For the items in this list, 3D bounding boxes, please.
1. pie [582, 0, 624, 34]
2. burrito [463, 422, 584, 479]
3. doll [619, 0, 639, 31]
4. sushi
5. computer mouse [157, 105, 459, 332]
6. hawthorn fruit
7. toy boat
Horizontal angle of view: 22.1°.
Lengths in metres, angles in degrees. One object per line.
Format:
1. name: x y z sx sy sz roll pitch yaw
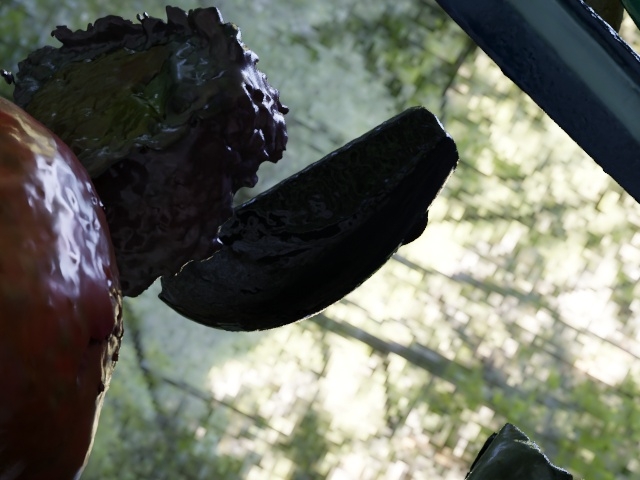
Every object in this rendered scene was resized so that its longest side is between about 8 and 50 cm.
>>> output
1. pie: 0.163 -0.146 1.044 0.020 0.084 0.084 19 -101 45
2. burrito: 0.091 0.234 0.984 0.066 0.096 0.309 -52 -176 46
3. doll: 0.177 -0.168 0.703 0.153 0.258 0.195 -42 159 28
4. sushi: -0.129 -0.047 0.980 0.241 0.107 0.161 3 -132 43
5. computer mouse: 0.000 0.000 1.345 0.269 0.100 0.170 -31 173 -21
6. hawthorn fruit: -0.237 0.049 0.839 0.276 0.276 0.307 -64 -176 -13
7. toy boat: 0.153 -0.100 0.962 0.062 0.299 0.096 -45 174 16
